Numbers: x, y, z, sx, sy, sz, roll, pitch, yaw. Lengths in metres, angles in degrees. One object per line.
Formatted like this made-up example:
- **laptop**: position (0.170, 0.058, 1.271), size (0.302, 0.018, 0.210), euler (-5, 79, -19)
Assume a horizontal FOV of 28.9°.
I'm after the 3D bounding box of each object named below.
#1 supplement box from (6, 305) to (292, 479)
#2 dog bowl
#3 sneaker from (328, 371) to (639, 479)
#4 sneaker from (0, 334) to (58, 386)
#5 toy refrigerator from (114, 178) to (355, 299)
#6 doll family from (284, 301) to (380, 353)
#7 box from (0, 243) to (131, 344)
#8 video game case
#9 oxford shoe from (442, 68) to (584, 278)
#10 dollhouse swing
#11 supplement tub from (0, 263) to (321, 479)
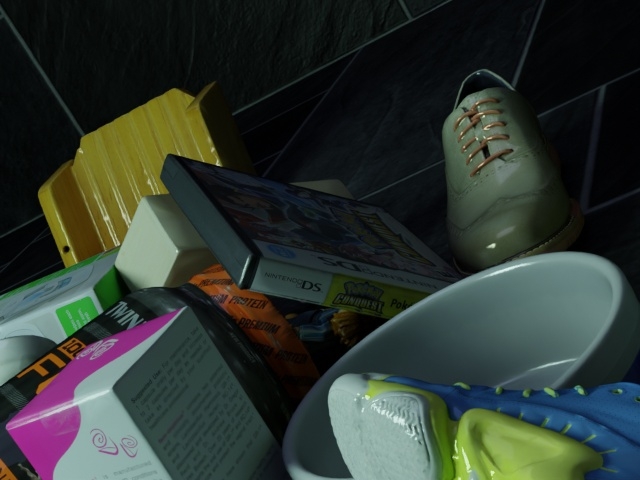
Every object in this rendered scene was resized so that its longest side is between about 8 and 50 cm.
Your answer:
- **supplement box**: position (-0.098, 0.175, 0.875), size (0.111, 0.220, 0.114), euler (-21, 18, 34)
- **dog bowl**: position (0.111, 0.123, 0.859), size (0.265, 0.104, 0.265), euler (-29, 15, 8)
- **sneaker**: position (0.116, 0.119, 0.674), size (0.126, 0.091, 0.240), euler (-25, 34, -32)
- **sneaker**: position (-0.280, 0.207, 1.166), size (0.106, 0.123, 0.290), euler (-9, -38, -25)
- **toy refrigerator**: position (-0.081, 0.002, 1.367), size (0.269, 0.094, 0.102), euler (-7, -41, -39)
- **doll family**: position (-0.025, 0.093, 1.270), size (0.263, 0.118, 0.163), euler (-19, 0, -30)
- **box**: position (-0.298, 0.118, 1.389), size (0.231, 0.127, 0.262), euler (-22, 10, 9)
- **video game case**: position (0.000, 0.000, 1.160), size (0.275, 0.248, 0.035), euler (47, 120, 60)
- **oxford shoe**: position (0.172, -0.070, 1.276), size (0.140, 0.146, 0.397), euler (-25, 17, 12)
- **dollhouse swing**: position (-0.321, -0.062, 2.008), size (0.347, 0.315, 0.305), euler (-24, -4, 24)
- **supplement tub**: position (-0.173, 0.180, 1.037), size (0.338, 0.207, 0.207), euler (-38, 16, -21)
